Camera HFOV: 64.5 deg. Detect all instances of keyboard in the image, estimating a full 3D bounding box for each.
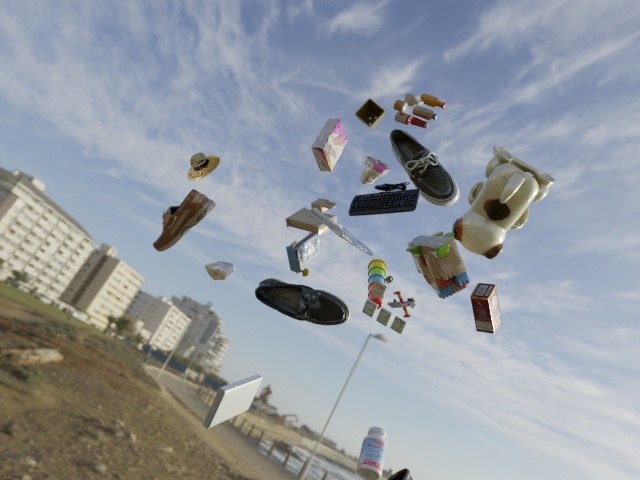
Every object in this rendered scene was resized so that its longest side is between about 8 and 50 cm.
[{"bbox_3d":[0.162,-0.114,1.317,0.192,0.100,0.038,-3,-40,31],"label":"keyboard"}]

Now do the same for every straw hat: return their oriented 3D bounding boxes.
[{"bbox_3d":[-0.453,-0.292,1.895,0.061,0.144,0.144,55,-14,14],"label":"straw hat"}]

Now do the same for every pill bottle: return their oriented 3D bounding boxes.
[{"bbox_3d":[0.182,0.734,1.757,0.087,0.160,0.087,10,-47,12],"label":"pill bottle"}]

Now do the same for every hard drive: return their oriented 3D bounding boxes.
[{"bbox_3d":[-0.405,0.749,2.384,0.040,0.203,0.307,29,11,24],"label":"hard drive"}]

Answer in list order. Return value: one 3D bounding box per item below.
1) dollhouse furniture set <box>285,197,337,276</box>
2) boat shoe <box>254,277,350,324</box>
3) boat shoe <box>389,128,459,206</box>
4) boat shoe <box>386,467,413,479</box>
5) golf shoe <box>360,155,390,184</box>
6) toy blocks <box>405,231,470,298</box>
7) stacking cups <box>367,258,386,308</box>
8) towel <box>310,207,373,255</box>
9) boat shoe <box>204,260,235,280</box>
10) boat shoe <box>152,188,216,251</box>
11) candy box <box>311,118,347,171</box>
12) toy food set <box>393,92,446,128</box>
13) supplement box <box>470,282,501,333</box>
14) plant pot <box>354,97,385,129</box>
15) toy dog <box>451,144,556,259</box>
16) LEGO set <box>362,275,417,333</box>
[{"bbox_3d":[0.000,0.000,2.450,0.198,0.286,0.303,17,-54,36],"label":"dollhouse furniture set"},{"bbox_3d":[-0.070,0.211,1.722,0.340,0.127,0.113,22,8,16],"label":"boat shoe"},{"bbox_3d":[0.317,-0.236,1.577,0.306,0.113,0.105,62,10,29],"label":"boat shoe"},{"bbox_3d":[0.161,0.704,1.391,0.084,0.233,0.079,-9,-85,61],"label":"boat shoe"},{"bbox_3d":[0.255,-0.324,2.441,0.115,0.140,0.306,24,11,-5],"label":"golf shoe"},{"bbox_3d":[0.504,0.120,2.137,0.381,0.191,0.260,-168,-125,-79],"label":"toy blocks"},{"bbox_3d":[0.268,0.204,2.398,0.096,0.316,0.096,3,-62,5],"label":"stacking cups"},{"bbox_3d":[0.094,-0.035,2.116,0.209,0.034,0.285,41,6,37],"label":"towel"},{"bbox_3d":[-0.363,0.101,1.836,0.184,0.063,0.066,-10,-70,59],"label":"boat shoe"},{"bbox_3d":[-0.528,-0.079,1.895,0.324,0.123,0.116,-38,-76,24],"label":"boat shoe"},{"bbox_3d":[0.049,-0.487,2.581,0.071,0.233,0.159,8,-36,29],"label":"candy box"},{"bbox_3d":[0.370,-0.482,1.898,0.105,0.232,0.111,29,-59,28],"label":"toy food set"},{"bbox_3d":[0.702,0.287,2.150,0.081,0.104,0.188,3,-58,38],"label":"supplement box"},{"bbox_3d":[0.186,-0.450,1.848,0.081,0.081,0.083,45,3,16],"label":"plant pot"},{"bbox_3d":[0.731,-0.120,2.074,0.285,0.395,0.407,28,-62,2],"label":"toy dog"},{"bbox_3d":[0.263,0.250,1.949,0.182,0.060,0.244,31,-48,16],"label":"LEGO set"}]
